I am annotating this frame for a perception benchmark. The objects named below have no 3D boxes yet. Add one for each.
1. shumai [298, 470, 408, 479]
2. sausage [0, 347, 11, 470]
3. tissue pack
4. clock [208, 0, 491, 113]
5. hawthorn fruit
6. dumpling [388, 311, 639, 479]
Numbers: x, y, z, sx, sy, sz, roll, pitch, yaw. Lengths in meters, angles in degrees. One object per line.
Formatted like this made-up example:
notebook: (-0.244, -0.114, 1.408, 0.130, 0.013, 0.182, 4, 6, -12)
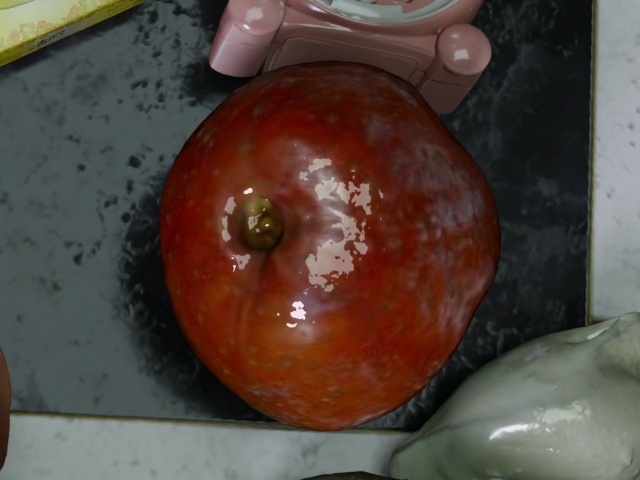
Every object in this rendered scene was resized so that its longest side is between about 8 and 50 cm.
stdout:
shumai: (0.056, 0.309, 1.451, 0.222, 0.260, 0.225, 36, 78, -45)
sausage: (-0.382, 0.141, 1.383, 0.304, 0.121, 0.121, -10, 85, 4)
tissue pack: (-0.235, -0.206, 1.515, 0.176, 0.062, 0.095, -26, 89, -13)
clock: (0.028, -0.239, 1.547, 0.227, 0.142, 0.241, 9, 71, -11)
hawthorn fruit: (0.000, 0.000, 1.445, 0.284, 0.284, 0.284, 2, 82, -12)
dumpling: (0.188, 0.174, 1.530, 0.252, 0.131, 0.179, -28, 111, -3)
